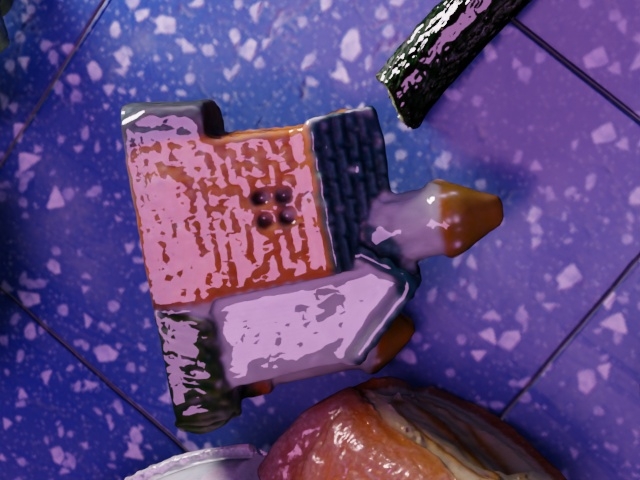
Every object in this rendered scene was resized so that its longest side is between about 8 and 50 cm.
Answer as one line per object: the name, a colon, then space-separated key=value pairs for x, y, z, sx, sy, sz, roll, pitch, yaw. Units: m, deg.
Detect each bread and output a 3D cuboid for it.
bread: x=0.096 y=0.210 z=1.178 sx=0.244 sy=0.190 sz=0.123 roll=37 pitch=111 yaw=34

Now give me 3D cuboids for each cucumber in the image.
cucumber: x=0.127 y=-0.182 z=1.177 sx=0.058 sy=0.052 sz=0.214 roll=39 pitch=112 yaw=-13

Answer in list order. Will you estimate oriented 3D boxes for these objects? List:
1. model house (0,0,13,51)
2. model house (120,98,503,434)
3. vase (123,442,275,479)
model house: x=-0.358 y=-0.213 z=1.300 sx=0.214 sy=0.195 sz=0.189 roll=21 pitch=83 yaw=0
model house: x=0.000 y=0.000 z=1.216 sx=0.301 sy=0.190 sz=0.271 roll=-9 pitch=94 yaw=5
vase: x=-0.181 y=0.352 z=1.307 sx=0.445 sy=0.250 sz=0.250 roll=-30 pitch=90 yaw=27
